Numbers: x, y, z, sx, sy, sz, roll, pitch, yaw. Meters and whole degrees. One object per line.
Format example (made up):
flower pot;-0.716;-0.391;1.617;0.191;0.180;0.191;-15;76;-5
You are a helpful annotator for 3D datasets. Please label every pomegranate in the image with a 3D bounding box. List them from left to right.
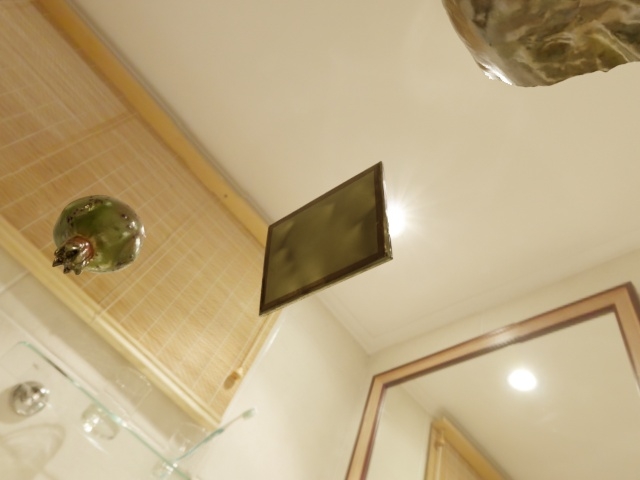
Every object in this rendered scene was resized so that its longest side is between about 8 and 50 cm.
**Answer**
pomegranate;-0.422;-0.002;0.871;0.160;0.205;0.159;2;-66;4

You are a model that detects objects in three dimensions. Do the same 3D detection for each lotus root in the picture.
lotus root;0.221;-0.289;0.429;0.267;0.149;0.260;6;-27;48

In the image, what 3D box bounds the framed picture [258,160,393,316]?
framed picture;0.000;0.000;0.658;0.231;0.172;0.010;-26;-45;33
